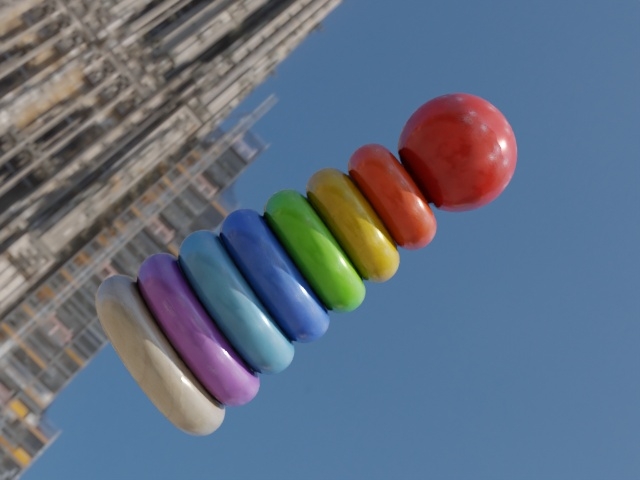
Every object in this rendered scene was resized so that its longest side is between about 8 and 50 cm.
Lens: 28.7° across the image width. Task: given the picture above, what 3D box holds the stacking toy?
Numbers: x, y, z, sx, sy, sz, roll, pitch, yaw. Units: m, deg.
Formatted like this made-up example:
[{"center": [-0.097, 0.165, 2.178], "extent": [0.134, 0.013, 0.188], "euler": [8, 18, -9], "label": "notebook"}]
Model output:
[{"center": [0.000, 0.000, 0.941], "extent": [0.330, 0.141, 0.141], "euler": [-36, -78, -1], "label": "stacking toy"}]
